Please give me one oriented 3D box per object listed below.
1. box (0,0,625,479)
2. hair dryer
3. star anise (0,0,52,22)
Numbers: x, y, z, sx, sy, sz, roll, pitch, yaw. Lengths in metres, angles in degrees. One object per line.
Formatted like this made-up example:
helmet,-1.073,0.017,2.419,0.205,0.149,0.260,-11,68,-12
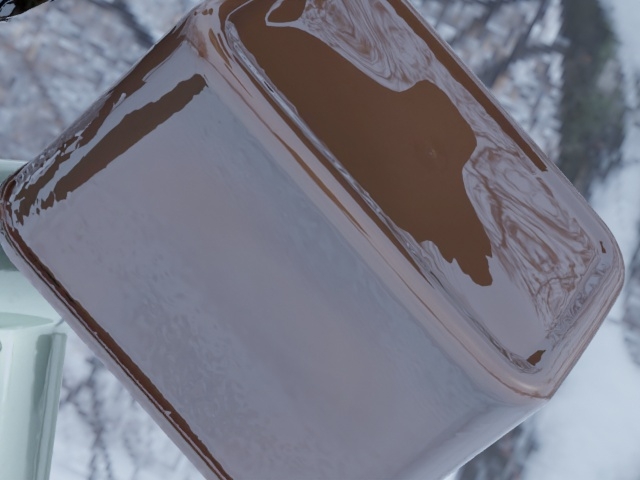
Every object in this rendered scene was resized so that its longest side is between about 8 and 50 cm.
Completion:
box,0.000,0.000,1.167,0.339,0.229,0.239,48,38,-2
hair dryer,-0.226,0.120,1.351,0.203,0.362,0.128,3,6,-44
star anise,-0.207,-0.164,1.134,0.157,0.212,0.053,-36,-92,45
